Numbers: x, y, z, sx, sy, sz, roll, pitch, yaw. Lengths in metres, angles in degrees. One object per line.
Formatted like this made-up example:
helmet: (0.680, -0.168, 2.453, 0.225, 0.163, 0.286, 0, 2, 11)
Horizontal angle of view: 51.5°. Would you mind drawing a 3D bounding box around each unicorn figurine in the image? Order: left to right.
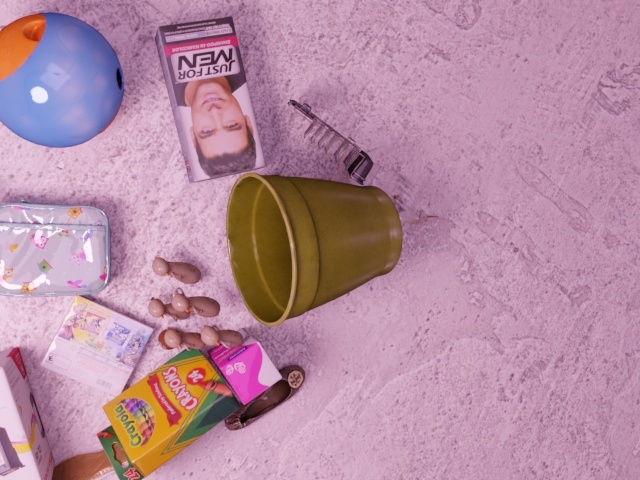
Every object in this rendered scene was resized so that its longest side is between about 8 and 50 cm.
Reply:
unicorn figurine: (0.229, -0.070, 1.853, 0.162, 0.060, 0.111, -35, 103, 2)

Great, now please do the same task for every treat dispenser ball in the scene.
treat dispenser ball: (-0.579, -0.347, 1.451, 0.288, 0.288, 0.288, -1, 92, -18)

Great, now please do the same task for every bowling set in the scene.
bowling set: (-0.341, 0.199, 1.590, 0.200, 0.287, 0.154, -48, 150, 11)

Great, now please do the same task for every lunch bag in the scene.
lunch bag: (-0.631, 0.017, 1.539, 0.279, 0.108, 0.224, 1, 92, -18)

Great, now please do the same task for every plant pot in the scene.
plant pot: (0.000, 0.000, 1.647, 0.353, 0.366, 0.366, -9, 95, -30)

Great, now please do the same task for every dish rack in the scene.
dish rack: (0.018, -0.261, 1.700, 0.271, 0.208, 0.074, 36, 100, -9)

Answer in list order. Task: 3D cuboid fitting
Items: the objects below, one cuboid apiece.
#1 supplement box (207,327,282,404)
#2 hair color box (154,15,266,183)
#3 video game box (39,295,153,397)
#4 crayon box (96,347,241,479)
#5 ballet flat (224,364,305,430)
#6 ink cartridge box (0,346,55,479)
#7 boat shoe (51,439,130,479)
supplement box: (-0.191, 0.305, 1.636, 0.111, 0.220, 0.114, -34, 102, -15)
hair color box: (-0.273, -0.344, 1.644, 0.185, 0.113, 0.374, -15, 97, -17)
video game box: (-0.541, 0.255, 1.610, 0.205, 0.048, 0.187, 28, 85, -17)
crayon box: (-0.376, 0.413, 1.579, 0.318, 0.202, 0.081, -35, 136, -17)
ballet flat: (-0.141, 0.417, 1.741, 0.250, 0.058, 0.084, -31, 102, -15)
ink cartridge box: (-0.702, 0.414, 1.469, 0.131, 0.226, 0.306, -18, 98, -16)
boat shoe: (-0.532, 0.565, 1.600, 0.277, 0.098, 0.096, -20, 130, -6)
